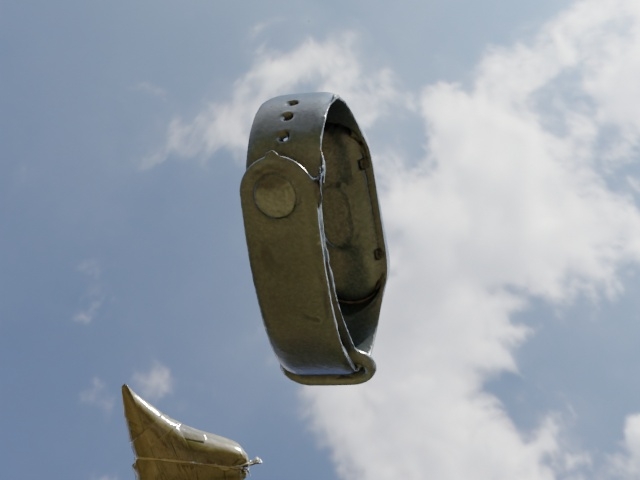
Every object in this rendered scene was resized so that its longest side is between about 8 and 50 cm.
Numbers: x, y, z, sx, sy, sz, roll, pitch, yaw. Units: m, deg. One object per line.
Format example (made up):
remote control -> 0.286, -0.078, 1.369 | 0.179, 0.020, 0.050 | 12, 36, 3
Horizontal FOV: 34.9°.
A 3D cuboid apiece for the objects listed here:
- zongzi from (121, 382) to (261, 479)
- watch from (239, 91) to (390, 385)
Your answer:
zongzi -> -0.179, 0.269, 1.438 | 0.189, 0.081, 0.178 | -11, -86, -18
watch -> 0.000, 0.000, 0.709 | 0.068, 0.193, 0.206 | -3, -76, 15
